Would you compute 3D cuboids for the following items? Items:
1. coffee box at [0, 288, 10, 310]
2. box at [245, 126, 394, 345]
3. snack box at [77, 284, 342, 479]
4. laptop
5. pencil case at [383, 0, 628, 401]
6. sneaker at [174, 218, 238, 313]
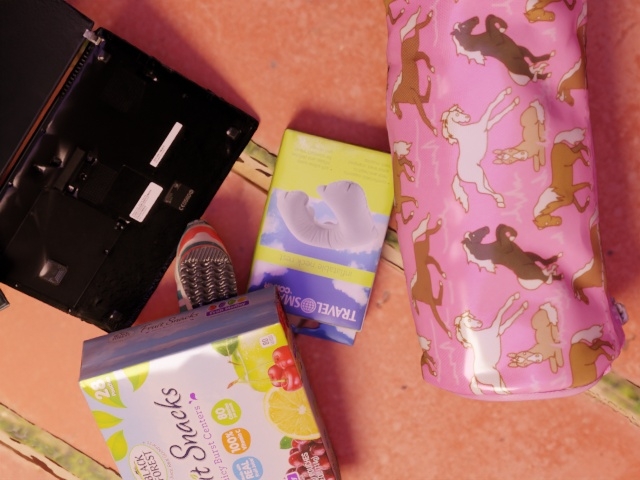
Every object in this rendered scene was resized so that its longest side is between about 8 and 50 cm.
[{"bbox_3d":[-0.349,0.039,1.056,0.184,0.040,0.113,-21,101,41],"label":"coffee box"},{"bbox_3d":[0.000,0.000,1.093,0.109,0.042,0.178,13,97,-1],"label":"box"},{"bbox_3d":[-0.089,0.159,1.071,0.174,0.070,0.207,-16,118,3],"label":"snack box"},{"bbox_3d":[-0.236,-0.085,1.099,0.264,0.136,0.234,29,99,-29],"label":"laptop"},{"bbox_3d":[0.147,-0.068,1.024,0.167,0.160,0.386,-14,99,-39],"label":"pencil case"},{"bbox_3d":[-0.096,0.055,1.097,0.057,0.075,0.161,-8,125,-6],"label":"sneaker"}]
